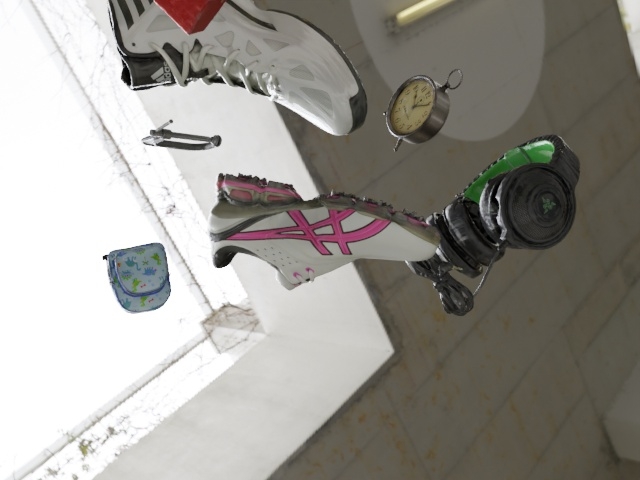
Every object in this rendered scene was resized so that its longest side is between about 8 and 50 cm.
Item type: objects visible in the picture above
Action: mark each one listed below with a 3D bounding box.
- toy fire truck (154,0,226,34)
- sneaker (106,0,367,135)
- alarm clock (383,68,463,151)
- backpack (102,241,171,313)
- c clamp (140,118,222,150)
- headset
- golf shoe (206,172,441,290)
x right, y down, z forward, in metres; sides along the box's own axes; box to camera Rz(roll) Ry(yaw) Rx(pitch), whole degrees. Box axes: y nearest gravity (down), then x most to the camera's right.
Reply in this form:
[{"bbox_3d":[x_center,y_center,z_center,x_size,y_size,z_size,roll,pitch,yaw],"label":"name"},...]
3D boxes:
[{"bbox_3d":[-0.090,-0.240,0.453,0.047,0.192,0.135,45,-147,0],"label":"toy fire truck"},{"bbox_3d":[-0.158,-0.265,0.961,0.447,0.169,0.257,39,-115,12],"label":"sneaker"},{"bbox_3d":[0.209,-0.268,1.194,0.064,0.192,0.129,15,-129,-35],"label":"alarm clock"},{"bbox_3d":[-0.306,0.065,1.027,0.105,0.084,0.114,-11,-96,-24],"label":"backpack"},{"bbox_3d":[-0.235,-0.173,1.044,0.160,0.137,0.022,-1,-96,-51],"label":"c clamp"},{"bbox_3d":[0.256,-0.045,0.946,0.185,0.243,0.394,44,-131,-12],"label":"headset"},{"bbox_3d":[0.000,0.000,0.481,0.067,0.186,0.086,0,-80,-77],"label":"golf shoe"}]
